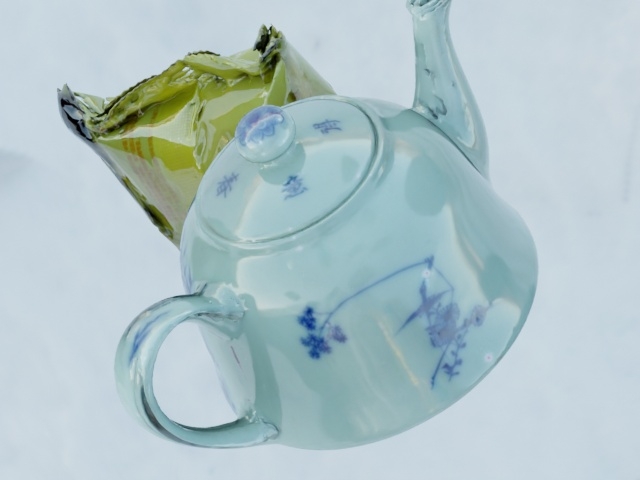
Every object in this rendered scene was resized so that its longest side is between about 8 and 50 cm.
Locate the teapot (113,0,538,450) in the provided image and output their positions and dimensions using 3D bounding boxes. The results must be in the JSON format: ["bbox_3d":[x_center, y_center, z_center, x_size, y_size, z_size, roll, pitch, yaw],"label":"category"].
[{"bbox_3d":[0.000,0.000,0.854,0.159,0.159,0.232,40,70,3],"label":"teapot"}]

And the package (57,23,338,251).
[{"bbox_3d":[-0.024,-0.019,1.049,0.226,0.168,0.090,53,45,-26],"label":"package"}]
